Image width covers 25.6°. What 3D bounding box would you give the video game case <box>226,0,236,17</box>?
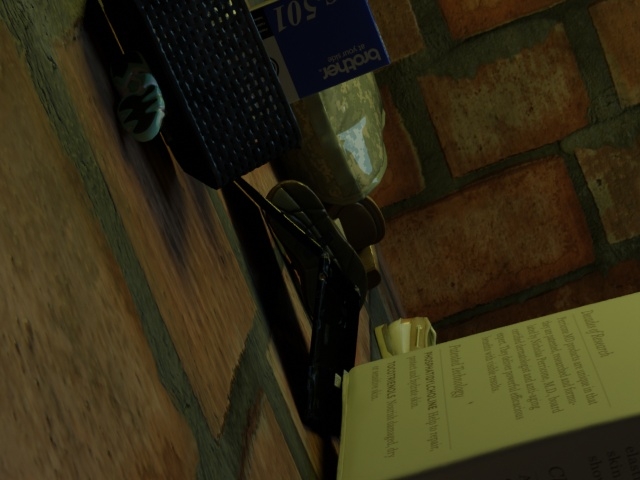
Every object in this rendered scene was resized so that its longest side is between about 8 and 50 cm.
[{"bbox_3d":[-0.112,-0.294,2.159,0.157,0.019,0.143,63,8,-48],"label":"video game case"}]

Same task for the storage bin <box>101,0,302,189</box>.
[{"bbox_3d":[-0.100,-0.144,1.155,0.122,0.084,0.180,29,-35,64],"label":"storage bin"}]

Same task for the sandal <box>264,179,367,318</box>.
[{"bbox_3d":[-0.011,0.016,1.737,0.219,0.090,0.060,58,-12,-27],"label":"sandal"}]

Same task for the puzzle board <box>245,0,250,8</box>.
[{"bbox_3d":[-0.146,-0.409,2.178,0.128,0.011,0.096,55,-4,48],"label":"puzzle board"}]

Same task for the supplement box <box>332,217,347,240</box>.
[{"bbox_3d":[0.000,0.000,1.899,0.098,0.062,0.036,-43,111,-83],"label":"supplement box"}]

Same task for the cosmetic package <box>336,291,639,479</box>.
[{"bbox_3d":[0.249,0.275,1.381,0.327,0.393,0.329,-81,155,-76],"label":"cosmetic package"}]

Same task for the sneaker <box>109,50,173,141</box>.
[{"bbox_3d":[-0.131,-0.096,1.097,0.069,0.038,0.098,62,9,-46],"label":"sneaker"}]

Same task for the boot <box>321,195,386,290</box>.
[{"bbox_3d":[0.033,-0.069,2.232,0.283,0.109,0.220,63,9,-61],"label":"boot"}]

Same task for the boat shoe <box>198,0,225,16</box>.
[{"bbox_3d":[-0.148,-0.348,1.660,0.219,0.070,0.078,58,26,-47],"label":"boat shoe"}]

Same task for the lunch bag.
[{"bbox_3d":[-0.004,-0.206,2.056,0.287,0.168,0.235,-89,160,-62],"label":"lunch bag"}]

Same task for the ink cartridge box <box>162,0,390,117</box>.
[{"bbox_3d":[-0.046,-0.178,1.349,0.046,0.207,0.097,-91,159,-74],"label":"ink cartridge box"}]

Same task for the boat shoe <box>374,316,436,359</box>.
[{"bbox_3d":[0.185,0.265,2.494,0.113,0.103,0.302,59,11,-59],"label":"boat shoe"}]

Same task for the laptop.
[{"bbox_3d":[-0.039,0.067,1.516,0.234,0.136,0.264,47,48,-74],"label":"laptop"}]
